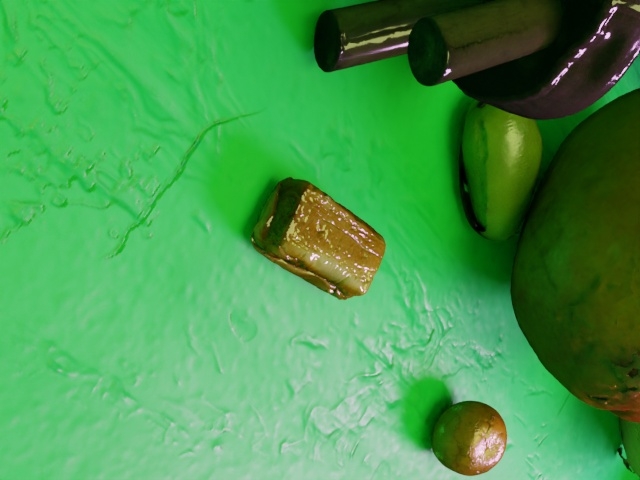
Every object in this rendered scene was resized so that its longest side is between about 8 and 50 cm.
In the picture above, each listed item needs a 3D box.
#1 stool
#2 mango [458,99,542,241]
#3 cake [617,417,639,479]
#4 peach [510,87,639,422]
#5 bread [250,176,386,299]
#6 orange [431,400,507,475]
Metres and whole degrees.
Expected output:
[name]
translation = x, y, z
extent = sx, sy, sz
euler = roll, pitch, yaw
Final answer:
[stool]
translation = 0.118, -0.227, 0.774
extent = 0.178, 0.272, 0.272
euler = -6, 106, -28
[mango]
translation = 0.184, -0.071, 0.998
extent = 0.091, 0.074, 0.165
euler = -36, 127, -37
[cake]
translation = 0.507, 0.222, 1.295
extent = 0.222, 0.286, 0.227
euler = -20, 122, -7
[peach]
translation = 0.361, -0.003, 1.016
extent = 0.373, 0.290, 0.372
euler = -58, 179, -1
[bread]
translation = 0.000, 0.000, 0.851
extent = 0.132, 0.053, 0.074
euler = 31, 76, -45
[orange]
translation = 0.158, 0.208, 1.058
extent = 0.083, 0.070, 0.083
euler = -8, 106, -31
